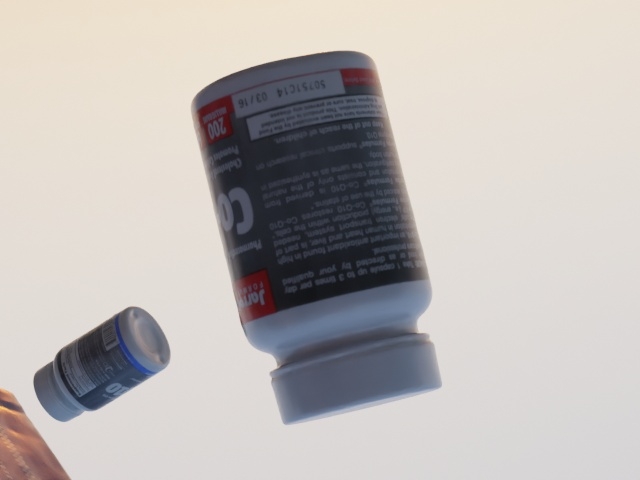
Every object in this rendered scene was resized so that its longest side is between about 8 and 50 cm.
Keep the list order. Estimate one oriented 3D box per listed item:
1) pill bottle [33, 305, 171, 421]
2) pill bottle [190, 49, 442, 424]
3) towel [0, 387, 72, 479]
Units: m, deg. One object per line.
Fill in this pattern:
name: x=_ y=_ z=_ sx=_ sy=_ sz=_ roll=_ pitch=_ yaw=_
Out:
pill bottle: x=-0.233 y=0.134 z=2.034 sx=0.137 sy=0.078 sz=0.078 roll=-32 pitch=-170 yaw=22
pill bottle: x=0.000 y=0.000 z=1.580 sx=0.161 sy=0.283 sz=0.161 roll=-14 pitch=173 yaw=-2
towel: x=-0.292 y=0.103 z=1.135 sx=0.336 sy=0.040 sz=0.243 roll=24 pitch=-172 yaw=-33
